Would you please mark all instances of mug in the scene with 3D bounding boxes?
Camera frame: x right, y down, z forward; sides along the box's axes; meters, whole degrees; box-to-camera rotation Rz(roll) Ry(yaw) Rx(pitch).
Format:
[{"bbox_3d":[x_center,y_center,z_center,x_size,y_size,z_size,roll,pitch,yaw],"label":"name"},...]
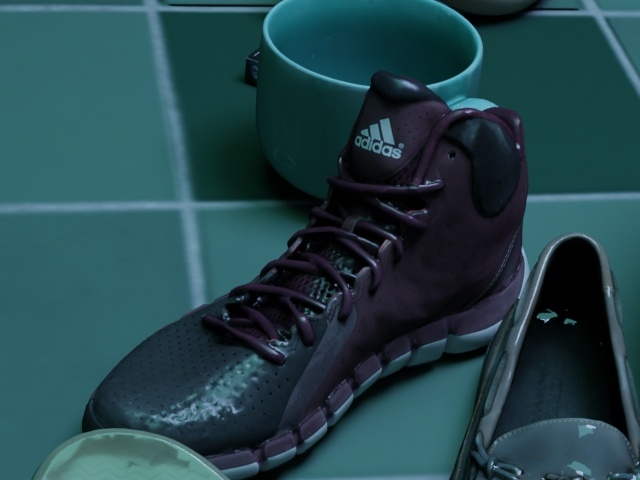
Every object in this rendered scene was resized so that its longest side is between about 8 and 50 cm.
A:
[{"bbox_3d":[0.029,-0.071,1.073,0.129,0.097,0.157,-2,35,-12],"label":"mug"}]

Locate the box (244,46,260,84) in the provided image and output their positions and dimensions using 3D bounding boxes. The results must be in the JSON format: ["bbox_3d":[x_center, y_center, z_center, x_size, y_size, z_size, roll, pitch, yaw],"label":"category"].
[{"bbox_3d":[-0.001,-0.119,1.213,0.067,0.018,0.083,20,36,22],"label":"box"}]

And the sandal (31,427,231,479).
[{"bbox_3d":[-0.052,0.170,0.703,0.120,0.086,0.303,-4,35,-12],"label":"sandal"}]

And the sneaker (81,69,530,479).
[{"bbox_3d":[0.000,0.000,0.901,0.106,0.162,0.281,31,41,34],"label":"sneaker"}]

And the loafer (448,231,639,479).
[{"bbox_3d":[0.105,0.094,0.844,0.096,0.084,0.267,7,33,2],"label":"loafer"}]

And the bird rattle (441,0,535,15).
[{"bbox_3d":[0.088,-0.239,1.295,0.207,0.143,0.253,19,47,-24],"label":"bird rattle"}]
